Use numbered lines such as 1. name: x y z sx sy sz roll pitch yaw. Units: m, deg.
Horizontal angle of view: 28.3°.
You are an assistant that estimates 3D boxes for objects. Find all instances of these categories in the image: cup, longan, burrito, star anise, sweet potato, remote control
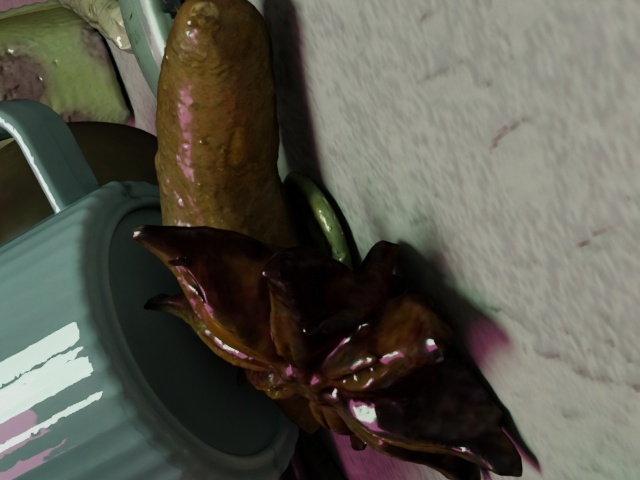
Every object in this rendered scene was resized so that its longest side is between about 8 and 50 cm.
1. cup: -0.210 0.097 0.954 0.256 0.311 0.331 25 -137 -53
2. longan: -0.210 0.018 1.169 0.258 0.258 0.258 57 164 27
3. burrito: -0.201 -0.210 1.171 0.185 0.041 0.045 38 141 55
4. star anise: 0.012 0.052 0.756 0.272 0.102 0.272 29 159 12
5. sweet potato: -0.059 -0.016 0.839 0.114 0.092 0.342 31 142 44
6. remote control: -0.139 -0.192 0.976 0.256 0.045 0.097 67 165 0

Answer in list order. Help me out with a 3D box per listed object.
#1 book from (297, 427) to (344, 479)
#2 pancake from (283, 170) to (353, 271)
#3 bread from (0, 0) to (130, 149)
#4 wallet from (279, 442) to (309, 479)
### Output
1. book: 0.030 0.306 1.247 0.289 0.026 0.201 56 162 33
2. pancake: 0.000 0.001 0.868 0.108 0.017 0.108 158 90 -78
3. bread: -0.393 -0.146 1.372 0.187 0.338 0.155 41 146 56
4. wallet: -0.102 0.155 1.330 0.406 0.062 0.228 -142 37 -67
